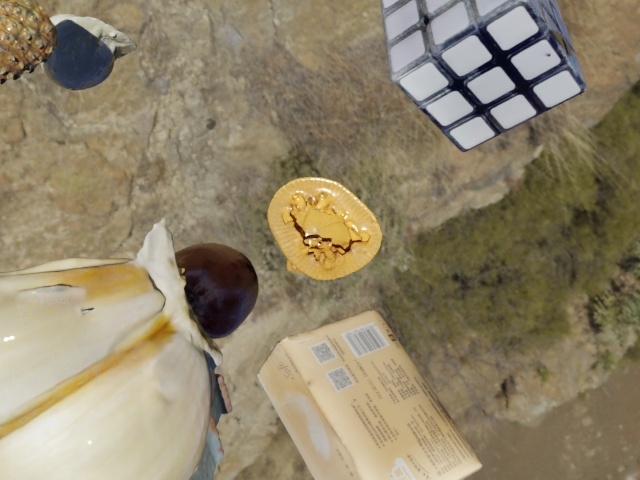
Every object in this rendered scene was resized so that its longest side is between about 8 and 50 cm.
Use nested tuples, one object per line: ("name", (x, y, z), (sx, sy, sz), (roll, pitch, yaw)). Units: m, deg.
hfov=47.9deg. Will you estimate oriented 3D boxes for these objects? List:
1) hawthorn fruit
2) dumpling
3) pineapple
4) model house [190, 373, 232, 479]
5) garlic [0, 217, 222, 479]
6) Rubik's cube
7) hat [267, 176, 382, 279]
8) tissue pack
("hawthorn fruit", (-0.198, 0.083, 1.336), (0.202, 0.185, 0.185), (-35, 165, -52))
("dumpling", (-0.540, -0.438, 1.679), (0.227, 0.243, 0.175), (-8, 112, -22))
("pineapple", (-0.607, -0.311, 1.244), (0.310, 0.141, 0.170), (-47, -169, -25))
("model house", (-0.270, 0.271, 1.066), (0.252, 0.329, 0.295), (-7, 115, 15))
("garlic", (-0.260, 0.135, 0.688), (0.313, 0.249, 0.286), (-20, 120, 6))
("Rubik's cube", (0.330, -0.425, 1.504), (0.304, 0.305, 0.301), (-28, 136, 29))
("hat", (0.000, 0.000, 1.662), (0.244, 0.233, 0.233), (-4, 165, -7))
("tissue pack", (0.055, 0.302, 1.139), (0.238, 0.305, 0.238), (-27, 154, -14))
